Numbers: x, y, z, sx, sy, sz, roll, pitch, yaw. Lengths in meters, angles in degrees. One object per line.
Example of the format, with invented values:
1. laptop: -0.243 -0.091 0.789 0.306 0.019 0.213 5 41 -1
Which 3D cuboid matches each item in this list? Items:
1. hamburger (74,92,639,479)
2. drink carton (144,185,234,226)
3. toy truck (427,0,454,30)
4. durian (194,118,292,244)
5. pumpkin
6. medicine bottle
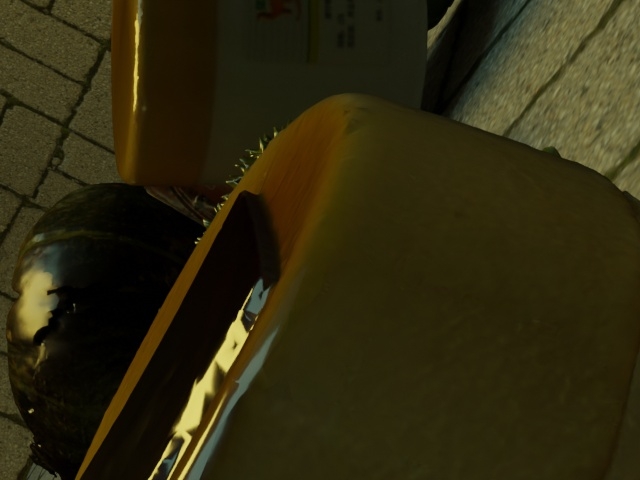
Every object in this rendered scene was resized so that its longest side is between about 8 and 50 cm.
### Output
1. hamburger: 0.016 0.090 0.473 0.300 0.176 0.300 -57 11 18
2. drink carton: -0.052 -0.094 1.363 0.191 0.185 0.189 -60 -2 5
3. toy truck: 0.115 -0.297 1.157 0.187 0.148 0.210 175 103 -74
4. durian: -0.010 0.005 0.876 0.159 0.146 0.198 -52 -5 35
5. pumpkin: -0.202 0.088 1.364 0.320 0.192 0.320 0 -90 -87
6. medicine bottle: -0.051 -0.163 1.119 0.238 0.232 0.237 180 90 -76
